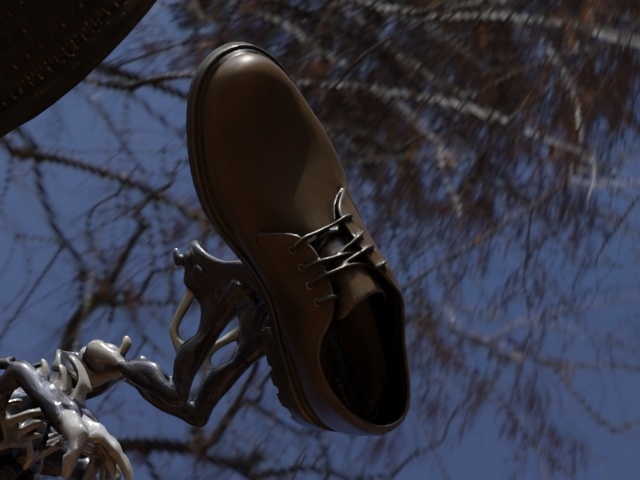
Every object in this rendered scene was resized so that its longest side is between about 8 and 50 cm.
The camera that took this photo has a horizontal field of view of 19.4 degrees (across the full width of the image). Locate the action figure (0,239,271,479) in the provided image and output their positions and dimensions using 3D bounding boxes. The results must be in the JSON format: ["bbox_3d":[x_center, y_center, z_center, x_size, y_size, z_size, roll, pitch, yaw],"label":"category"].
[{"bbox_3d":[-0.133,0.119,1.113,0.275,0.164,0.141,-33,-116,0],"label":"action figure"}]

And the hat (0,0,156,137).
[{"bbox_3d":[-0.175,-0.182,0.573,0.331,0.134,0.331,1,-95,-17],"label":"hat"}]

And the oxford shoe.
[{"bbox_3d":[0.000,0.000,0.989,0.083,0.096,0.227,-30,-72,-23],"label":"oxford shoe"}]
